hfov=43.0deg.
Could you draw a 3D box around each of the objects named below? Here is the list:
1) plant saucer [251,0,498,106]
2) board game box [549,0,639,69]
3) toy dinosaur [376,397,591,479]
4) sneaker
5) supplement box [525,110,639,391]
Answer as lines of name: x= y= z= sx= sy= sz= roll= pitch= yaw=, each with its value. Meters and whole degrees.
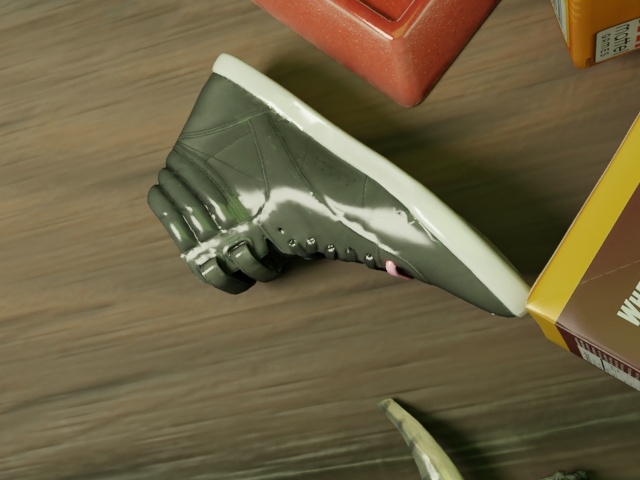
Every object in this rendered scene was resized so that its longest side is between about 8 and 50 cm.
plant saucer: x=0.047 y=-0.277 z=0.627 sx=0.258 sy=0.048 sz=0.259 roll=38 pitch=91 yaw=17
board game box: x=0.234 y=-0.354 z=0.372 sx=0.357 sy=0.356 sz=0.356 roll=-19 pitch=78 yaw=15
toy dinosaur: x=0.132 y=0.212 z=0.523 sx=0.118 sy=0.064 sz=0.268 roll=-25 pitch=73 yaw=16
sneaker: x=0.000 y=0.000 z=0.571 sx=0.296 sy=0.104 sz=0.146 roll=37 pitch=93 yaw=23
supplement box: x=0.256 y=0.016 z=0.469 sx=0.194 sy=0.129 sz=0.191 roll=31 pitch=88 yaw=25
